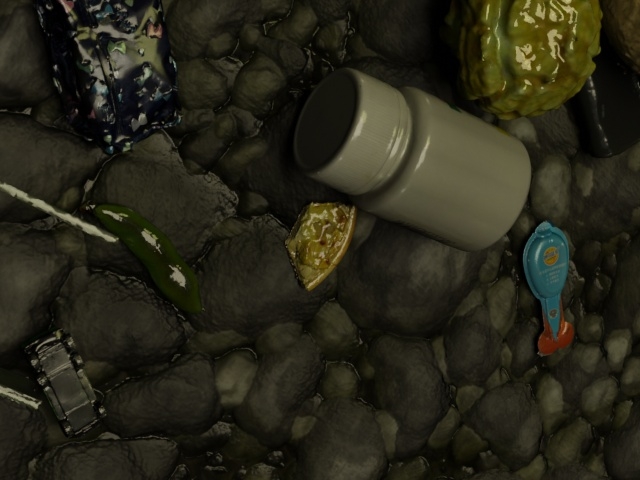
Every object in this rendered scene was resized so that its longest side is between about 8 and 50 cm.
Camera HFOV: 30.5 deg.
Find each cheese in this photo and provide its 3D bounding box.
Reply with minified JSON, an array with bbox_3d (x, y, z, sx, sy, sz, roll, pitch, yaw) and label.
[{"bbox_3d":[0.416,0.087,2.131,0.106,0.037,0.256,-17,109,-25],"label":"cheese"}]

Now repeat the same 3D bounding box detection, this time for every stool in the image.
[{"bbox_3d":[-0.440,0.044,1.520,0.270,0.170,0.243,27,86,-17],"label":"stool"}]

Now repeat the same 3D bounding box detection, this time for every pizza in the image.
[{"bbox_3d":[0.000,0.000,1.874,0.099,0.036,0.160,33,82,-30],"label":"pizza"}]

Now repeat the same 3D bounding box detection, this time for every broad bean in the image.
[{"bbox_3d":[-0.248,0.019,1.730,0.065,0.046,0.254,-45,116,-7],"label":"broad bean"}]

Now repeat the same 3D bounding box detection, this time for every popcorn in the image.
[{"bbox_3d":[0.320,-0.327,1.878,0.282,0.247,0.282,-1,96,-12],"label":"popcorn"}]

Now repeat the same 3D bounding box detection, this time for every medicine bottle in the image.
[{"bbox_3d":[0.141,-0.127,1.831,0.340,0.208,0.208,21,89,-31],"label":"medicine bottle"}]

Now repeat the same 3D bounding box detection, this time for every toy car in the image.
[{"bbox_3d":[-0.370,0.204,1.685,0.071,0.062,0.165,-29,112,-21],"label":"toy car"}]

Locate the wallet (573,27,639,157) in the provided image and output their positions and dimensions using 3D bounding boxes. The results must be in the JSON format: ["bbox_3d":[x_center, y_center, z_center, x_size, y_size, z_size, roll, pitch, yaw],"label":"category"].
[{"bbox_3d":[0.514,-0.370,2.082,0.228,0.062,0.406,-31,113,-22],"label":"wallet"}]

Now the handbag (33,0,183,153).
[{"bbox_3d":[-0.292,-0.257,1.615,0.162,0.113,0.260,-23,108,-32],"label":"handbag"}]

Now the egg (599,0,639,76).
[{"bbox_3d":[0.614,-0.381,1.955,0.310,0.279,0.279,22,88,-19],"label":"egg"}]
